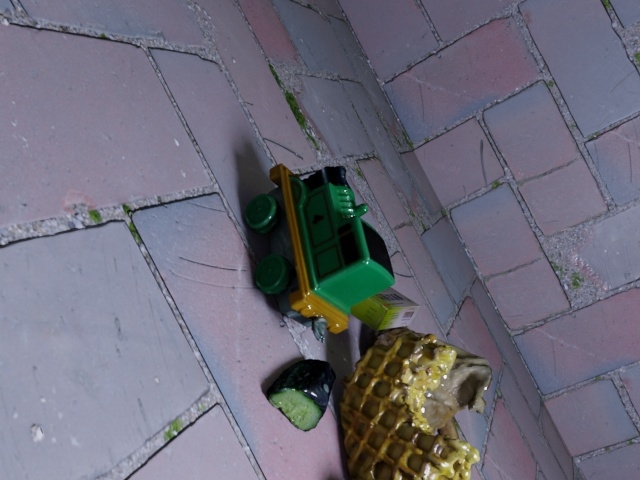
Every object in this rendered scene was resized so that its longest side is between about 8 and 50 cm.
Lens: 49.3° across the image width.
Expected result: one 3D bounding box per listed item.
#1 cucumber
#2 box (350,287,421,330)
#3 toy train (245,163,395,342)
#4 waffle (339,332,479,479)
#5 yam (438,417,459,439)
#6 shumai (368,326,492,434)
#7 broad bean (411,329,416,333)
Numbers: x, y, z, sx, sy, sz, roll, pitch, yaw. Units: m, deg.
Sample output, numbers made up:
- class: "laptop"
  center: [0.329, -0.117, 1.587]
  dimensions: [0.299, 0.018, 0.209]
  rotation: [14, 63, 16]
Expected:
- class: "cucumber"
  center: [-0.018, 0.280, 1.297]
  dimensions: [0.115, 0.086, 0.193]
  rotation: [60, 15, -2]
- class: "box"
  center: [0.121, 0.140, 1.678]
  dimensions: [0.175, 0.062, 0.260]
  rotation: [32, 9, 23]
- class: "toy train"
  center: [0.000, 0.000, 1.423]
  dimensions: [0.178, 0.249, 0.429]
  rotation: [37, 33, -47]
- class: "waffle"
  center: [0.172, 0.349, 1.393]
  dimensions: [0.151, 0.261, 0.324]
  rotation: [52, 25, -44]
- class: "yam"
  center: [0.341, 0.508, 1.885]
  dimensions: [0.057, 0.057, 0.241]
  rotation: [36, 35, -50]
- class: "shumai"
  center: [0.271, 0.315, 1.666]
  dimensions: [0.267, 0.262, 0.314]
  rotation: [10, 54, -65]
- class: "broad bean"
  center: [0.262, 0.348, 1.878]
  dimensions: [0.048, 0.070, 0.213]
  rotation: [-14, 87, -51]
